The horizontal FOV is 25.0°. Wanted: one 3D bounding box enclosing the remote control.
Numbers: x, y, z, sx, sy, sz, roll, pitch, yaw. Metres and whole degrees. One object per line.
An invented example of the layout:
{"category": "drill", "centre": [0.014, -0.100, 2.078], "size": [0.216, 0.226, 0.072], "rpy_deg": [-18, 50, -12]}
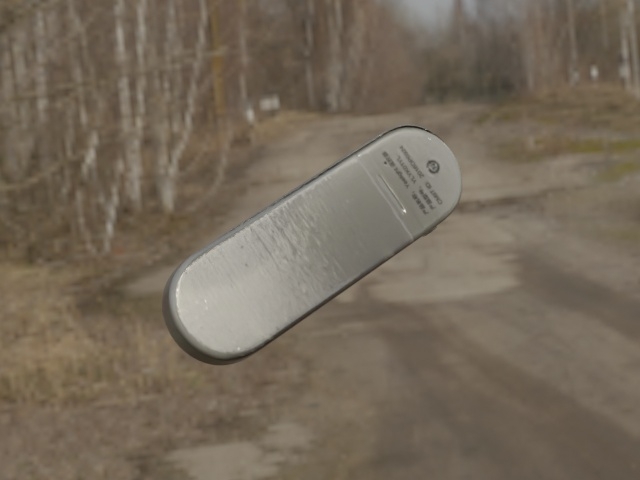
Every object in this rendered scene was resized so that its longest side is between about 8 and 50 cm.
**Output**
{"category": "remote control", "centre": [0.000, 0.000, 0.958], "size": [0.245, 0.077, 0.022], "rpy_deg": [-34, 1, -29]}
